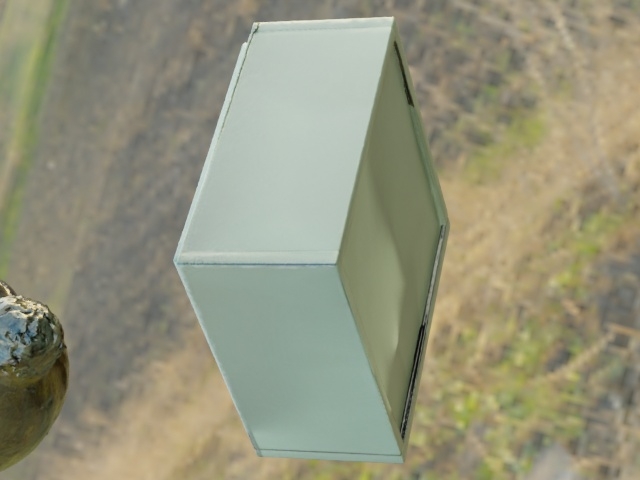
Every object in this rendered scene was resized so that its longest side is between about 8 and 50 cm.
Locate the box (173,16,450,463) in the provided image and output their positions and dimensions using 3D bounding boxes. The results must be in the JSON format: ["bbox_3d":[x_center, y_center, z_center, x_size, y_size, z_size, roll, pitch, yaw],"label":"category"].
[{"bbox_3d":[0.000,0.000,1.320,0.225,0.117,0.225,71,-154,-47],"label":"box"}]

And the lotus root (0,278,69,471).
[{"bbox_3d":[-0.215,0.085,1.107,0.209,0.120,0.120,-29,45,50],"label":"lotus root"}]
